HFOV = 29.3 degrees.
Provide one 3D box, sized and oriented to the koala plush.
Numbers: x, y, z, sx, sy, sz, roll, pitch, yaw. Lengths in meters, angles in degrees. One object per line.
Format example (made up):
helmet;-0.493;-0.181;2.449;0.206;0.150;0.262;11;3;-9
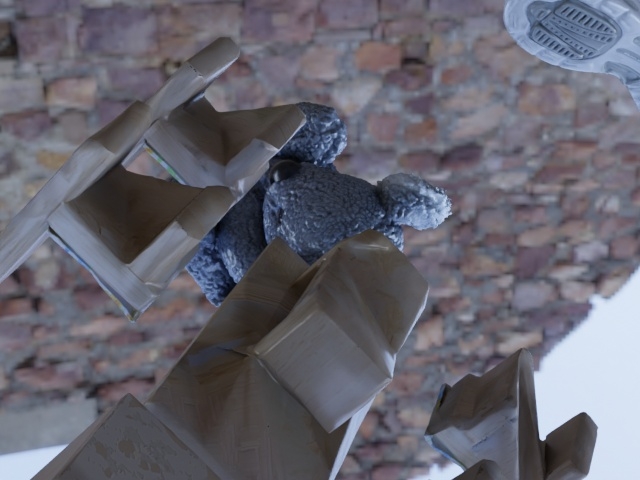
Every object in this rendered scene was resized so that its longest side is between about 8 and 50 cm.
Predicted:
koala plush;0.000;0.000;1.006;0.196;0.203;0.221;-34;-168;-20

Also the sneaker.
sneaker;0.230;-0.149;0.817;0.232;0.115;0.090;28;147;-24

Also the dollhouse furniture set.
dollhouse furniture set;-0.073;0.141;0.709;0.256;0.362;0.394;-41;-173;29
